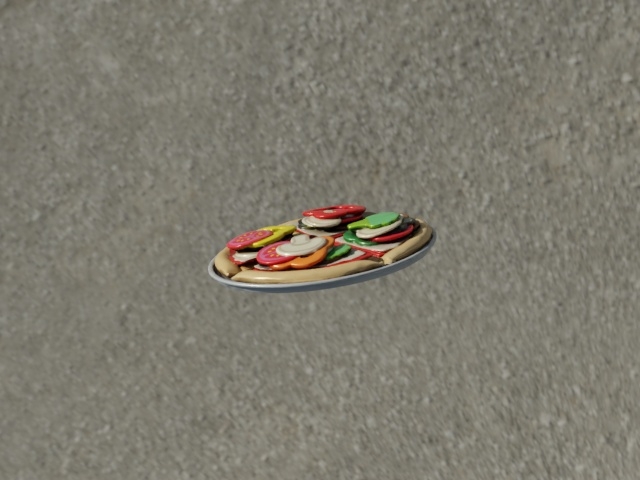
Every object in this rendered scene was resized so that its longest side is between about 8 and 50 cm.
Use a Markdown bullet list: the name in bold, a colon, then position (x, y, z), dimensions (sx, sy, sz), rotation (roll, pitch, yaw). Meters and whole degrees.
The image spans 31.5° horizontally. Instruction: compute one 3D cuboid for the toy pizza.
- **toy pizza**: position (0.000, 0.000, 0.987), dimensions (0.201, 0.032, 0.201), rotation (-8, 15, 2)
